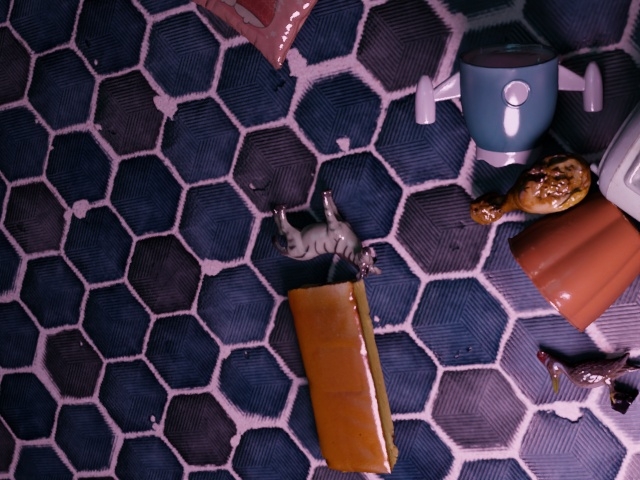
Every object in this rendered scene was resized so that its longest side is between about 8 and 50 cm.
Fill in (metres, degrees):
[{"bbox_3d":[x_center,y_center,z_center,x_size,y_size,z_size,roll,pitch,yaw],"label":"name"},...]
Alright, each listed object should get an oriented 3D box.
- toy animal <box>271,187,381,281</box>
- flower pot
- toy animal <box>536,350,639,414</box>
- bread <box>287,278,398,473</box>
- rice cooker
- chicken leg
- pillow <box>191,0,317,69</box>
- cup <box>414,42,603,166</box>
[{"bbox_3d":[0.004,-0.001,1.898,0.217,0.073,0.176,-13,94,33],"label":"toy animal"},{"bbox_3d":[0.421,0.021,1.636,0.173,0.191,0.190,-39,81,14],"label":"flower pot"},{"bbox_3d":[0.457,0.224,1.723,0.202,0.070,0.105,15,94,27],"label":"toy animal"},{"bbox_3d":[0.046,0.253,1.922,0.138,0.077,0.361,-9,95,27],"label":"bread"},{"bbox_3d":[0.568,-0.099,1.484,0.317,0.264,0.316,15,116,33],"label":"rice cooker"},{"bbox_3d":[0.333,-0.074,1.669,0.251,0.107,0.087,-24,82,57],"label":"chicken leg"},{"bbox_3d":[-0.104,-0.458,1.856,0.236,0.084,0.223,41,117,17],"label":"pillow"},{"bbox_3d":[0.302,-0.215,1.656,0.300,0.167,0.173,-3,112,3],"label":"cup"}]
